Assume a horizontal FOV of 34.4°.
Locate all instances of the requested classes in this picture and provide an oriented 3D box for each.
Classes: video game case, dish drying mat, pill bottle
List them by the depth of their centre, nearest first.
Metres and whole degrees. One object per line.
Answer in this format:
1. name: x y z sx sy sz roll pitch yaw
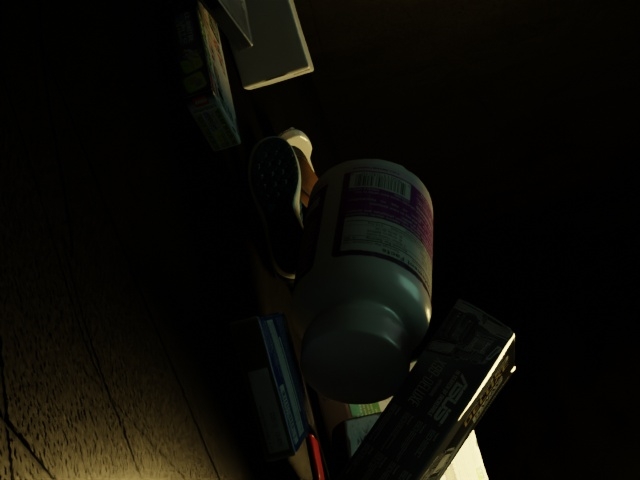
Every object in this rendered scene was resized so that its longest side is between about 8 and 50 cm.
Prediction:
1. video game case: -0.165 -0.371 1.197 0.274 0.026 0.196 49 22 -45
2. pill bottle: 0.053 0.048 1.271 0.301 0.169 0.169 -81 157 -49
3. dish drying mat: -0.003 0.282 1.278 0.032 0.008 0.083 64 12 -55

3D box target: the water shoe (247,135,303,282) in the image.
1. water shoe: -0.061 -0.041 1.419 0.080 0.073 0.203 119 -36 -72

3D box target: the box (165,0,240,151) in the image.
1. box: -0.142 -0.221 1.217 0.114 0.036 0.207 64 11 -60

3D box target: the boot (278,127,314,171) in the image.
1. boot: -0.056 -0.168 1.838 0.190 0.069 0.086 81 -12 -67

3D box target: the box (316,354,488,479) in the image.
1. box: 0.133 0.304 1.570 0.322 0.058 0.232 -7 80 -55

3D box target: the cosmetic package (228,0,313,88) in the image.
1. cosmetic package: -0.099 -0.369 1.670 0.085 0.117 0.231 -52 126 -82

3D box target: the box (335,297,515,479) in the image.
1. box: 0.115 0.233 1.211 0.077 0.307 0.242 33 -9 17

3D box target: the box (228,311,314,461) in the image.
1. box: -0.047 0.145 1.082 0.225 0.037 0.136 26 48 -84

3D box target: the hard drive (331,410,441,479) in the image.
1. hard drive: 0.098 0.360 1.402 0.172 0.054 0.254 -3 77 -45

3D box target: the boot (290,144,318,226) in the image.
1. boot: 0.000 0.000 1.595 0.220 0.109 0.283 -97 167 -66
